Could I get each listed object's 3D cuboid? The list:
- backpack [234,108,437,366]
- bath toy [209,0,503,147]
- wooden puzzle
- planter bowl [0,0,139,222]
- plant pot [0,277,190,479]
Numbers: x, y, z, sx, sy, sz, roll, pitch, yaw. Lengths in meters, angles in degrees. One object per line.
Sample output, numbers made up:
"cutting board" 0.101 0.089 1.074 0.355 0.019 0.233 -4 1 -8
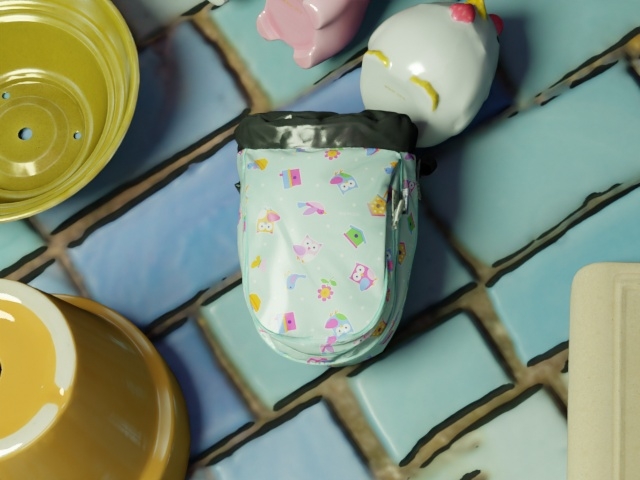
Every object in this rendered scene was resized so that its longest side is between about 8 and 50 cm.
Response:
"backpack" 0.000 0.000 1.411 0.152 0.115 0.182 -1 82 13
"bath toy" 0.004 -0.219 1.502 0.348 0.151 0.129 41 57 15
"wooden puzzle" 0.291 0.123 1.374 0.238 0.044 0.221 -1 69 12
"planter bowl" -0.234 -0.097 1.503 0.217 0.090 0.217 -3 69 7
"plant pot" -0.206 0.116 1.361 0.205 0.188 0.205 -3 68 7
